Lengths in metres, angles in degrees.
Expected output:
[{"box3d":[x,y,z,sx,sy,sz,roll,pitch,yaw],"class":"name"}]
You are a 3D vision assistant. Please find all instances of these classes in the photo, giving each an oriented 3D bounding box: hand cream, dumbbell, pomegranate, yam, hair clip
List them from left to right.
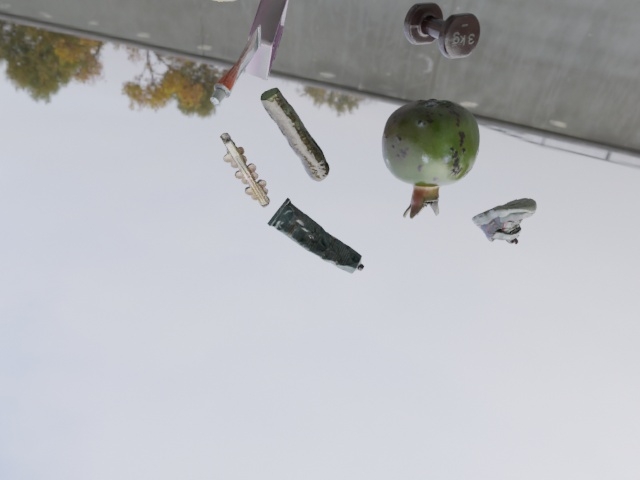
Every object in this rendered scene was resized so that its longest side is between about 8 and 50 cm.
[{"box3d":[-0.174,-0.368,1.282,0.038,0.216,0.052,36,150,-20],"class":"hand cream"},{"box3d":[-0.183,-0.169,1.462,0.062,0.214,0.056,-28,-140,2],"class":"hair clip"},{"box3d":[-0.053,-0.232,1.350,0.061,0.061,0.274,29,165,40],"class":"yam"},{"box3d":[0.000,0.000,1.415,0.247,0.075,0.052,35,165,-13],"class":"hand cream"},{"box3d":[0.306,-0.230,1.657,0.290,0.324,0.291,-3,168,-1],"class":"pomegranate"},{"box3d":[0.363,-0.637,1.829,0.140,0.124,0.225,-13,-146,-23],"class":"dumbbell"}]

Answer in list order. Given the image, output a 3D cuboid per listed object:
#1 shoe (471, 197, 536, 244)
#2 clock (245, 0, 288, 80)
[{"box3d":[0.533,-0.043,1.735,0.099,0.126,0.227,-19,180,-25],"class":"shoe"},{"box3d":[-0.134,-0.525,1.526,0.063,0.197,0.150,15,157,-5],"class":"clock"}]
